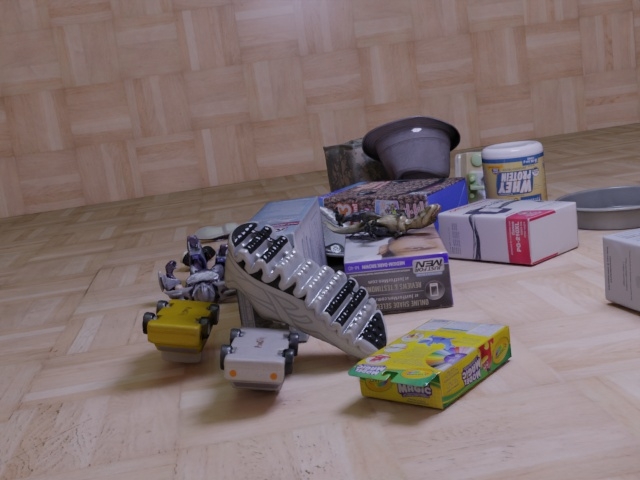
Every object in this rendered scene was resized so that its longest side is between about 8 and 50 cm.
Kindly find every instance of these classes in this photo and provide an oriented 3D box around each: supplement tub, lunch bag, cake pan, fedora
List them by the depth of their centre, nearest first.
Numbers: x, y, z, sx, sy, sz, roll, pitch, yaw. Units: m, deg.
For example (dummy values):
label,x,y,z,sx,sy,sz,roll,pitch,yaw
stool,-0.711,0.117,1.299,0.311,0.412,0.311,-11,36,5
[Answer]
label,x,y,z,sx,sy,sz,roll,pitch,yaw
cake pan,0.694,-0.078,1.996,0.293,0.054,0.293,-8,11,2
supplement tub,0.459,-0.127,2.032,0.145,0.199,0.144,-8,11,2
fedora,0.238,-0.203,2.171,0.244,0.124,0.275,-14,-16,19
lunch bag,0.172,-0.177,2.388,0.287,0.235,0.169,-15,10,-32

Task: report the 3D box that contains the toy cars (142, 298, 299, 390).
label,x,y,z,sx,sy,sz,roll,pitch,yaw
toy cars,-0.153,0.165,1.294,0.177,0.087,0.394,-3,10,-39

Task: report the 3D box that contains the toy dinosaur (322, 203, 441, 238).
label,x,y,z,sx,sy,sz,roll,pitch,yaw
toy dinosaur,0.092,-0.032,1.633,0.268,0.064,0.118,-2,-2,32

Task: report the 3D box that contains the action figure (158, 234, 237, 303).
label,x,y,z,sx,sy,sz,roll,pitch,yaw
action figure,-0.243,0.069,1.807,0.186,0.099,0.285,0,15,-4

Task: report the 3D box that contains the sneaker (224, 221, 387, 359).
label,x,y,z,sx,sy,sz,roll,pitch,yaw
sneaker,-0.026,0.093,1.321,0.292,0.118,0.110,36,39,13

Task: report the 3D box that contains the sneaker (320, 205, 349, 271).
label,x,y,z,sx,sy,sz,roll,pitch,yaw
sneaker,0.000,0.000,1.908,0.229,0.086,0.132,28,41,36

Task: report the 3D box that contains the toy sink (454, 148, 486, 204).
label,x,y,z,sx,sy,sz,roll,pitch,yaw
toy sink,0.454,-0.166,2.306,0.131,0.152,0.234,0,8,25

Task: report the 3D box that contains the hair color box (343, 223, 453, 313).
label,x,y,z,sx,sy,sz,roll,pitch,yaw
hair color box,0.141,0.042,1.646,0.185,0.110,0.339,-6,13,3

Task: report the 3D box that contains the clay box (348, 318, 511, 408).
label,x,y,z,sx,sy,sz,roll,pitch,yaw
clay box,0.148,0.165,1.153,0.128,0.053,0.222,2,16,39

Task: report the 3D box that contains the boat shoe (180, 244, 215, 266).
label,x,y,z,sx,sy,sz,roll,pitch,yaw
boat shoe,-0.292,0.043,2.116,0.042,0.048,0.133,26,15,17

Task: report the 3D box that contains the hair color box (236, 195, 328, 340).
label,x,y,z,sx,sy,sz,roll,pitch,yaw
hair color box,-0.064,0.043,1.573,0.114,0.185,0.374,-6,11,7

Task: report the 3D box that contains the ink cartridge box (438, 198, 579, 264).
label,x,y,z,sx,sy,sz,roll,pitch,yaw
ink cartridge box,0.390,-0.023,1.807,0.172,0.100,0.237,-16,14,-39

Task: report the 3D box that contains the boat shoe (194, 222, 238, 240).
label,x,y,z,sx,sy,sz,roll,pitch,yaw
boat shoe,-0.291,-0.019,2.430,0.125,0.038,0.046,-14,53,-5

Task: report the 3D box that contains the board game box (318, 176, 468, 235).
label,x,y,z,sx,sy,sz,roll,pitch,yaw
board game box,0.172,-0.056,2.025,0.291,0.141,0.232,-1,13,32

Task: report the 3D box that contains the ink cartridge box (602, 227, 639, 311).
label,x,y,z,sx,sy,sz,roll,pitch,yaw
ink cartridge box,0.583,0.048,1.278,0.197,0.114,0.273,-10,12,-15
